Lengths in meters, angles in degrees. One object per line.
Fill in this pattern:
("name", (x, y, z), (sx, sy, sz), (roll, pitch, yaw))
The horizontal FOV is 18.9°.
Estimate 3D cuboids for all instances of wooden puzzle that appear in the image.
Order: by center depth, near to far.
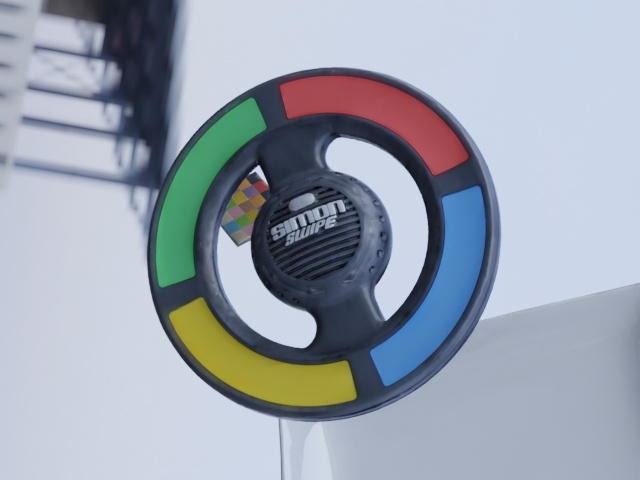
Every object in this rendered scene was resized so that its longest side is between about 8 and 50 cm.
("wooden puzzle", (-0.054, -0.023, 1.414), (0.083, 0.049, 0.006), (49, -24, 29))

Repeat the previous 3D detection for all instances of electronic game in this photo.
("electronic game", (0.000, 0.000, 1.201), (0.048, 0.229, 0.229), (44, 50, -67))

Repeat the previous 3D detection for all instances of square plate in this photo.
("square plate", (0.136, 0.172, 1.523), (0.347, 0.344, 0.049), (-93, 168, -61))
